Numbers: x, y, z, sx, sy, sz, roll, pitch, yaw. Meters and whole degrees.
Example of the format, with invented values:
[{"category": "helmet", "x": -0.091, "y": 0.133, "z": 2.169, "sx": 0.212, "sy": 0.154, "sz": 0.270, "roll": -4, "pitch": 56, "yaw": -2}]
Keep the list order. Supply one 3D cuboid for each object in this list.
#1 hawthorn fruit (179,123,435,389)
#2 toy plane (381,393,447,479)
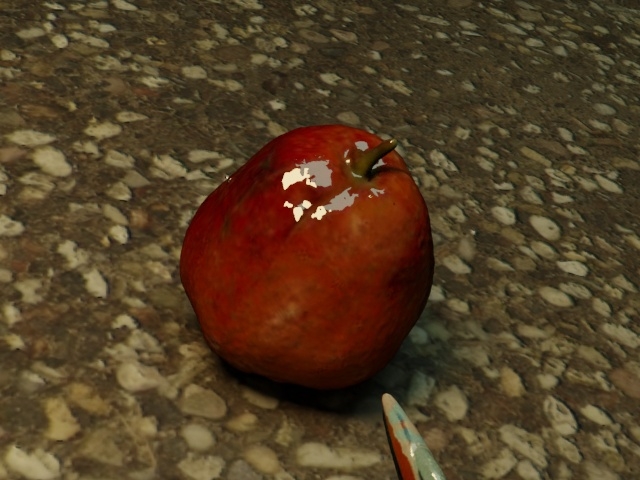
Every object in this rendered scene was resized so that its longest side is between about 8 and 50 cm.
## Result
[{"category": "hawthorn fruit", "x": 0.000, "y": 0.000, "z": 1.109, "sx": 0.224, "sy": 0.261, "sz": 0.224, "roll": 13, "pitch": 39, "yaw": -10}, {"category": "toy plane", "x": 0.095, "y": 0.258, "z": 0.877, "sx": 0.223, "sy": 0.104, "sz": 0.326, "roll": -5, "pitch": 53, "yaw": -29}]
